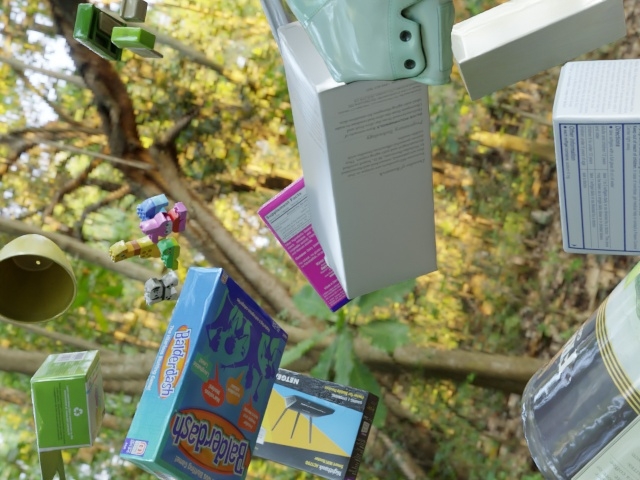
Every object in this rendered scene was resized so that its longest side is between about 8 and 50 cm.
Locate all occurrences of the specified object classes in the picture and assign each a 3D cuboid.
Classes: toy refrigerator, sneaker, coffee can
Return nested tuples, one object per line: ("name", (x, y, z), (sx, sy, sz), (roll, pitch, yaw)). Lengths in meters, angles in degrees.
("toy refrigerator", (0.349, -0.342, 1.473), (0.102, 0.269, 0.094), (53, -161, -53))
("sneaker", (0.093, -0.191, 0.599), (0.151, 0.256, 0.094), (63, -146, -19))
("coffee can", (0.318, 0.096, 0.716), (0.275, 0.201, 0.201), (-61, 4, 38))

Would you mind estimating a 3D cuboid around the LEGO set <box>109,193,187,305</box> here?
("LEGO set", (-0.283, 0.012, 1.445), (0.093, 0.087, 0.227), (-19, -34, -28))

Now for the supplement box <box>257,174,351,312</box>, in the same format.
("supplement box", (0.000, 0.000, 1.569), (0.114, 0.220, 0.111), (-35, 5, 4))

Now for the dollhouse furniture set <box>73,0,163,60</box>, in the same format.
("dollhouse furniture set", (-0.441, -0.592, 2.143), (0.151, 0.198, 0.301), (21, -104, -68))

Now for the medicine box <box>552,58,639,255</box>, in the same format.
("medicine box", (0.499, -0.117, 1.313), (0.149, 0.289, 0.263), (-68, -29, -41))

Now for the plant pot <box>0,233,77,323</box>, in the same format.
("plant pot", (-0.437, 0.046, 1.364), (0.095, 0.134, 0.134), (-107, 23, -52))

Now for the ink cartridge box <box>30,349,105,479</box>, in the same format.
("ink cartridge box", (-0.442, 0.343, 1.615), (0.189, 0.097, 0.255), (-136, 42, -81))

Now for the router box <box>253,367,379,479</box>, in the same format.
("router box", (-0.016, 0.267, 1.312), (0.046, 0.179, 0.133), (38, -115, -55))

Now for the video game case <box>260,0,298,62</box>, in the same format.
("video game case", (-0.054, -0.391, 1.639), (0.329, 0.036, 0.300), (-45, -66, -79))

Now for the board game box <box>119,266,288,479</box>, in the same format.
("board game box", (-0.114, 0.158, 0.953), (0.160, 0.047, 0.210), (51, -132, -49))

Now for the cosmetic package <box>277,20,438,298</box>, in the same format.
("cosmetic package", (0.056, -0.121, 1.282), (0.197, 0.155, 0.365), (-117, 12, -46))
